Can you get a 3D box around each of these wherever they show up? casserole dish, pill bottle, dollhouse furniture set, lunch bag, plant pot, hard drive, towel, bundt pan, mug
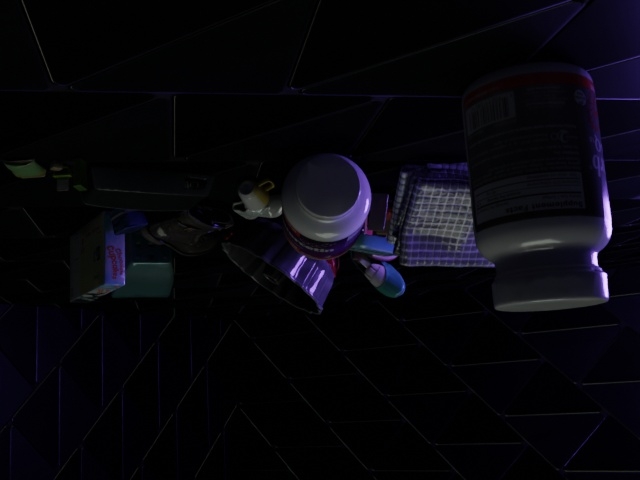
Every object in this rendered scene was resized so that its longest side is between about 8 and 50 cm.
[{"bbox_3d":[0.132,0.012,1.951,0.188,0.037,0.114,12,171,-34],"label":"casserole dish"},{"bbox_3d":[0.342,-0.077,1.227,0.210,0.363,0.210,-3,169,-1],"label":"pill bottle"},{"bbox_3d":[-0.532,-0.123,1.510,0.151,0.059,0.076,-4,168,1],"label":"dollhouse furniture set"},{"bbox_3d":[0.206,-0.069,1.932,0.259,0.135,0.262,4,173,28],"label":"dollhouse furniture set"},{"bbox_3d":[0.008,-0.071,1.621,0.181,0.181,0.323,-3,169,-2],"label":"pill bottle"},{"bbox_3d":[-0.463,-0.055,1.861,0.067,0.065,0.098,-14,177,-38],"label":"lunch bag"},{"bbox_3d":[-0.484,0.046,2.146,0.165,0.166,0.234,1,160,-21],"label":"plant pot"},{"bbox_3d":[-0.371,-0.107,1.650,0.254,0.054,0.172,2,168,-27],"label":"hard drive"},{"bbox_3d":[0.301,-0.053,1.711,0.283,0.121,0.235,1,131,-11],"label":"towel"},{"bbox_3d":[-0.100,0.058,2.104,0.331,0.124,0.331,33,164,10],"label":"bundt pan"},{"bbox_3d":[-0.149,-0.112,1.726,0.062,0.078,0.064,27,171,24],"label":"mug"}]

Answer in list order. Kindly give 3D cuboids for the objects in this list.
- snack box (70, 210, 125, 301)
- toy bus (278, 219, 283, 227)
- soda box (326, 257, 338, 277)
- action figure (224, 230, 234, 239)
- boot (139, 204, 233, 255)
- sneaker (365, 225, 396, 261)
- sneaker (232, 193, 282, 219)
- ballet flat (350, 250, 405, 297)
[{"bbox_3d":[-0.587,0.049,2.031,0.060,0.187,0.322,3,167,-32],"label":"snack box"},{"bbox_3d":[-0.004,-0.002,2.158,0.191,0.104,0.202,-12,165,38],"label":"toy bus"},{"bbox_3d":[0.007,0.058,2.355,0.092,0.083,0.263,-3,-175,5],"label":"soda box"},{"bbox_3d":[-0.261,-0.005,2.264,0.038,0.030,0.115,-6,165,-13],"label":"action figure"},{"bbox_3d":[-0.304,-0.029,1.972,0.229,0.091,0.263,-12,164,39],"label":"boot"},{"bbox_3d":[0.255,-0.021,2.222,0.314,0.116,0.136,2,148,-21],"label":"sneaker"},{"bbox_3d":[-0.146,-0.080,1.858,0.152,0.054,0.061,-11,164,35],"label":"sneaker"},{"bbox_3d":[0.151,0.084,2.244,0.087,0.083,0.247,18,-161,-33],"label":"ballet flat"}]
